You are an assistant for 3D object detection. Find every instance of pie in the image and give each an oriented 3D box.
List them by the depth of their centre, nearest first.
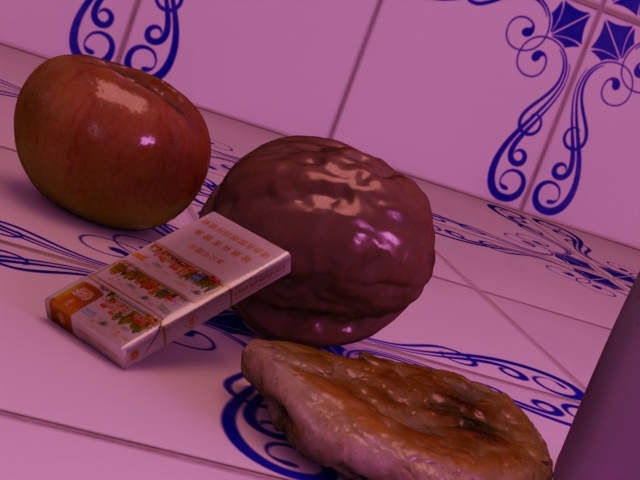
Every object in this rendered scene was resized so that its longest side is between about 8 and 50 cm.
[{"bbox_3d":[0.083,0.172,1.404,0.337,0.075,0.337,20,11,-4],"label":"pie"}]

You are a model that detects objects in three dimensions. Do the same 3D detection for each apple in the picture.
[{"bbox_3d":[-0.268,-0.124,1.899,0.260,0.194,0.261,22,12,-5],"label":"apple"}]

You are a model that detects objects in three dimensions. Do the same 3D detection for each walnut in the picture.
[{"bbox_3d":[-0.001,0.002,1.661,0.273,0.273,0.227,16,43,-21],"label":"walnut"}]

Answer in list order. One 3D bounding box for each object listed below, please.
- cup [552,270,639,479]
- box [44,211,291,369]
[{"bbox_3d":[0.360,0.126,1.267,0.253,0.372,0.253,7,38,-5],"label":"cup"},{"bbox_3d":[-0.149,0.044,1.466,0.122,0.032,0.220,29,43,34],"label":"box"}]
